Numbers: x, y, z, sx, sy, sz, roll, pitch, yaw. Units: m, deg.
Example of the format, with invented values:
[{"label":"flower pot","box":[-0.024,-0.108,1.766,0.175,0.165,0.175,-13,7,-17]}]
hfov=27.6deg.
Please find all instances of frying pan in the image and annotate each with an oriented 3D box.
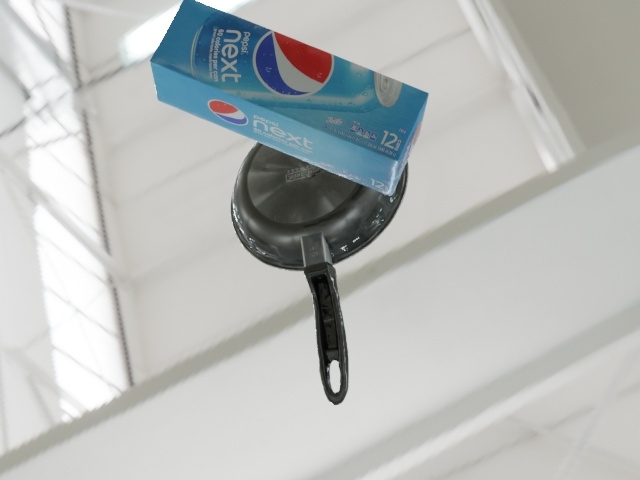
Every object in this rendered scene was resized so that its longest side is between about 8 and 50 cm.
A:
[{"label":"frying pan","box":[-0.026,-0.005,1.311,0.197,0.053,0.326,6,-117,27]}]

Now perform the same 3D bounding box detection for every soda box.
[{"label":"soda box","box":[-0.025,-0.114,1.030,0.210,0.071,0.067,22,-110,6]}]
